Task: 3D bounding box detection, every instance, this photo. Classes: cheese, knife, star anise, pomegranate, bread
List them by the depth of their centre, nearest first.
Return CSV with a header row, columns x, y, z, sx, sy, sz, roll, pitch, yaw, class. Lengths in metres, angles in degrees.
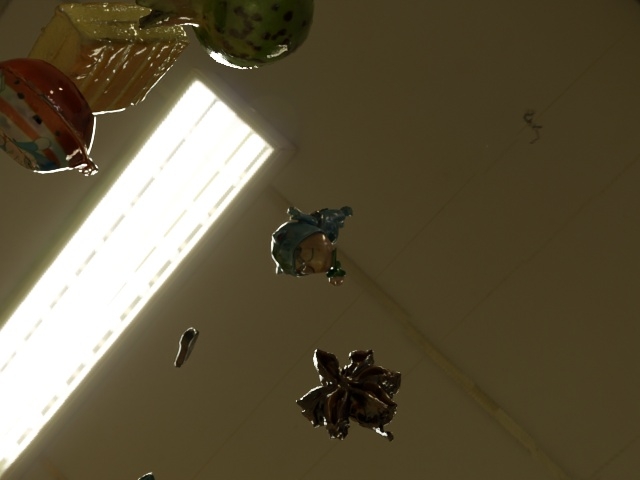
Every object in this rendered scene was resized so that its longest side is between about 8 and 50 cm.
x,y,z,sx,sy,sz,roll,pitch,yaw,class
-0.450,-0.218,1.058,0.329,0.217,0.129,49,-114,-24,cheese
-0.218,0.177,1.172,0.018,0.031,0.121,35,-43,8,knife
-0.153,-0.385,1.203,0.286,0.231,0.231,-17,-87,-1,pomegranate
-0.407,-0.324,1.328,0.246,0.239,0.111,-37,-100,40,bread
0.050,0.295,1.359,0.190,0.220,0.126,8,-56,8,star anise

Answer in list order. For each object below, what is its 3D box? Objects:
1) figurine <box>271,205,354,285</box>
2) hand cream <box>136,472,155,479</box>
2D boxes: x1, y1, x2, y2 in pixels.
x,y,z,sx,sy,sz,roll,pitch,yaw,class
0.002,0.005,1.313,0.144,0.178,0.114,36,-39,21,figurine
-0.426,0.559,1.460,0.048,0.224,0.083,5,-63,56,hand cream
